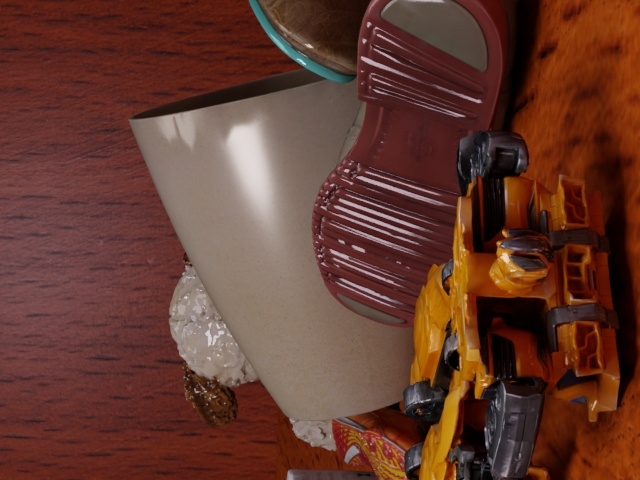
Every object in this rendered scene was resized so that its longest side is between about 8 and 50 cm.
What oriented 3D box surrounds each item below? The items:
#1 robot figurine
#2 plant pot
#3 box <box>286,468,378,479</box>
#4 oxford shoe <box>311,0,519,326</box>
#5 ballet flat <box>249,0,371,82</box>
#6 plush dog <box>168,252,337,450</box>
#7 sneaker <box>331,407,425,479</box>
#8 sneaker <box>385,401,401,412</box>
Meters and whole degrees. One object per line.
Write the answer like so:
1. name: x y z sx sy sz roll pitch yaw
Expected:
1. robot figurine: 0.098 0.070 0.886 0.291 0.085 0.211 100 171 -62
2. plant pot: 0.000 0.000 1.354 0.256 0.256 0.274 -122 18 -81
3. box: 0.029 0.304 1.366 0.181 0.119 0.182 -112 25 -79
4. oxford shoe: 0.080 -0.074 1.144 0.348 0.123 0.130 106 -172 -49
5. ballet flat: 0.014 -0.215 1.255 0.124 0.116 0.342 -53 9 13
6. plush dog: -0.040 0.083 1.646 0.210 0.225 0.262 154 118 -85
7. sneaker: 0.065 0.170 1.375 0.175 0.067 0.064 -150 43 -67
8. sneaker: 0.058 0.123 1.502 0.063 0.075 0.170 14 125 68
